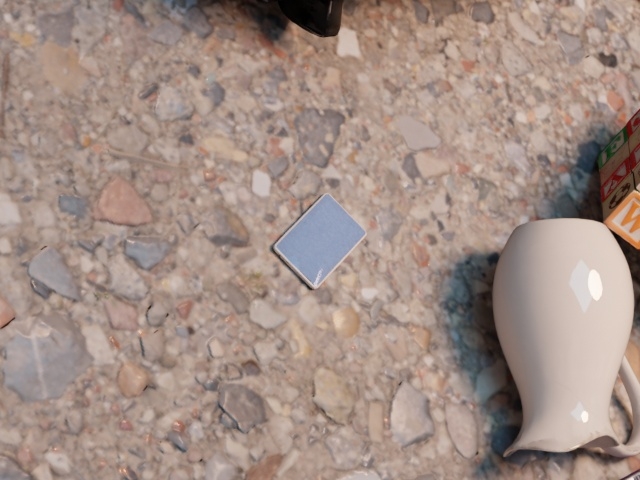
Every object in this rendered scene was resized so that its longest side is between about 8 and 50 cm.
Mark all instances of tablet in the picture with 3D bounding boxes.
[{"bbox_3d":[0.000,0.000,1.519,0.054,0.006,0.083,45,56,-3],"label":"tablet"}]

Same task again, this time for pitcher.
[{"bbox_3d":[0.235,0.093,1.544,0.178,0.125,0.207,11,74,-44],"label":"pitcher"}]

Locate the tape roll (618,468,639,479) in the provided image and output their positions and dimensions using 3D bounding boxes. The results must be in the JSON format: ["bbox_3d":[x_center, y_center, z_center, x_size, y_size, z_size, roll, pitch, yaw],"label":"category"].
[{"bbox_3d":[0.310,0.229,1.470,0.189,0.189,0.080,-22,81,-32],"label":"tape roll"}]

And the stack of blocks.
[{"bbox_3d":[0.407,0.006,1.626,0.297,0.087,0.171,36,23,-10],"label":"stack of blocks"}]

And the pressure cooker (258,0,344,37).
[{"bbox_3d":[0.065,-0.406,1.506,0.420,0.375,0.369,-12,78,-31],"label":"pressure cooker"}]
